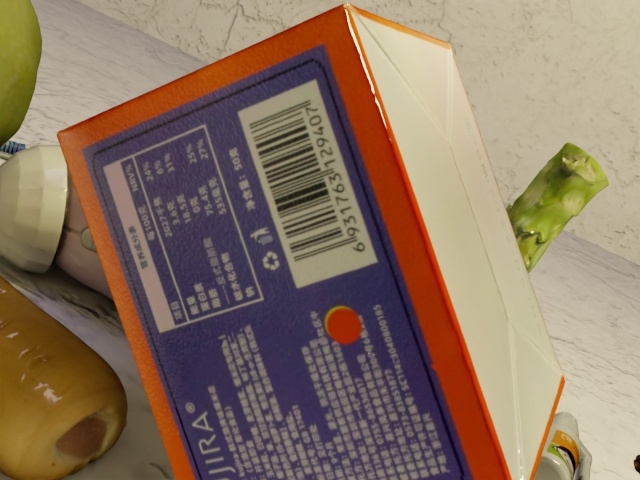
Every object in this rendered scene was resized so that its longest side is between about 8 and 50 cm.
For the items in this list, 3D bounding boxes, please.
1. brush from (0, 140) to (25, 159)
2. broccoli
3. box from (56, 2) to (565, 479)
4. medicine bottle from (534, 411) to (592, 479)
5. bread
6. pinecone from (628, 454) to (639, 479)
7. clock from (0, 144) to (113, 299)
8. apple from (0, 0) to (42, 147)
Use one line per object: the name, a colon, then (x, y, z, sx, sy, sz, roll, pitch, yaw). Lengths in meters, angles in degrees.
brush: (-0.437, -0.127, 1.329, 0.178, 0.030, 0.033, 18, 6, -22)
broccoli: (0.286, 0.033, 1.295, 0.221, 0.361, 0.252, 37, 28, -23)
box: (0.014, 0.031, 0.722, 0.349, 0.256, 0.318, 71, 20, -2)
medicine bottle: (0.295, 0.268, 1.068, 0.092, 0.061, 0.220, 53, 21, 9)
bread: (-0.290, 0.081, 0.738, 0.305, 0.091, 0.142, 31, 22, 25)
pinecone: (0.448, 0.274, 0.975, 0.168, 0.212, 0.186, 11, 30, -40)
clock: (-0.194, -0.018, 1.061, 0.325, 0.184, 0.342, 23, 9, 11)
apple: (-0.495, -0.226, 0.989, 0.357, 0.357, 0.357, 23, 15, -6)
